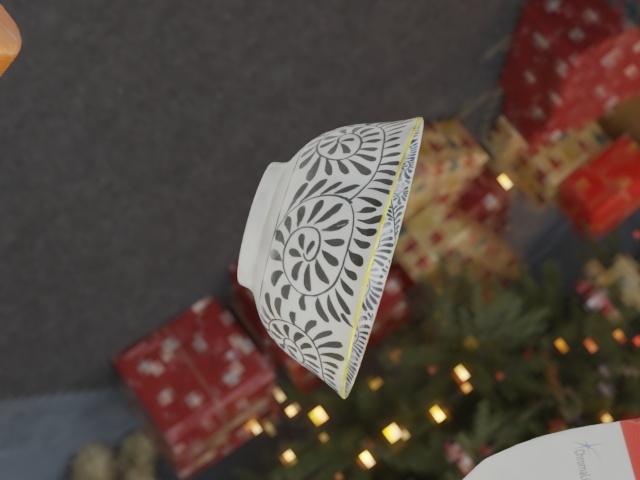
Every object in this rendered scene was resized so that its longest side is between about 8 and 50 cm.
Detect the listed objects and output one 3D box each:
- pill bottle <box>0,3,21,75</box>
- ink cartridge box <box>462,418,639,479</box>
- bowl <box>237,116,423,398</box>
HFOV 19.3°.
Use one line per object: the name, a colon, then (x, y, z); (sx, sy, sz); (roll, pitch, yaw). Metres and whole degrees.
pill bottle: (-0.197, 0.006, 0.572); (0.245, 0.130, 0.130); (-50, 155, 10)
ink cartridge box: (0.178, 0.213, 1.219); (0.385, 0.091, 0.308); (-49, -163, 21)
bowl: (0.000, 0.000, 1.090); (0.170, 0.080, 0.170); (16, 90, -84)
